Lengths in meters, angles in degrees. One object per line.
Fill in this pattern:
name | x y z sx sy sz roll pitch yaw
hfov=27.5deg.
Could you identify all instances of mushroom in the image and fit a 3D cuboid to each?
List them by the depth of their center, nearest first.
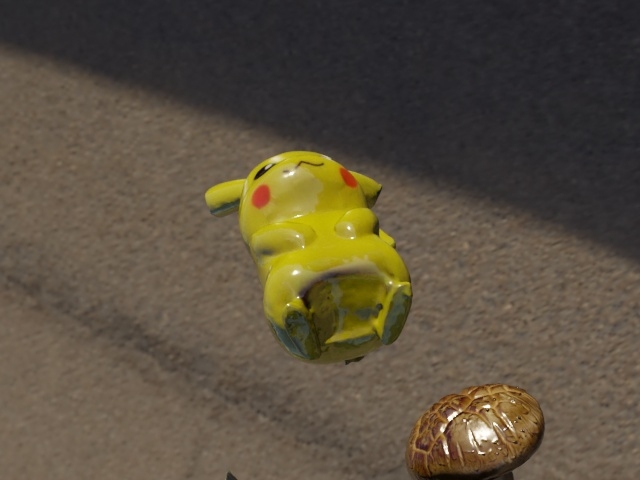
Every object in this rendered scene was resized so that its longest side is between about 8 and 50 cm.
mushroom | 0.121 0.159 1.039 0.085 0.109 0.126 40 138 -26

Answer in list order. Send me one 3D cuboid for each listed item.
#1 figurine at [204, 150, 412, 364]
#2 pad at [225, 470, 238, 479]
figurine | 0.002 0.005 1.491 0.169 0.218 0.326 96 162 -45
pad | 0.046 0.342 1.058 0.367 0.007 0.247 46 -179 -2
